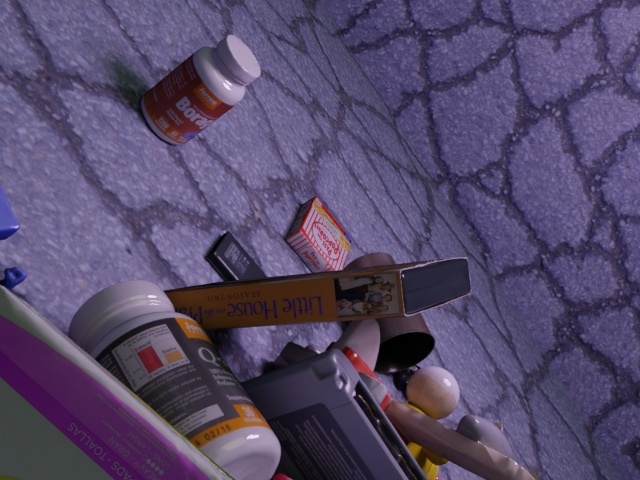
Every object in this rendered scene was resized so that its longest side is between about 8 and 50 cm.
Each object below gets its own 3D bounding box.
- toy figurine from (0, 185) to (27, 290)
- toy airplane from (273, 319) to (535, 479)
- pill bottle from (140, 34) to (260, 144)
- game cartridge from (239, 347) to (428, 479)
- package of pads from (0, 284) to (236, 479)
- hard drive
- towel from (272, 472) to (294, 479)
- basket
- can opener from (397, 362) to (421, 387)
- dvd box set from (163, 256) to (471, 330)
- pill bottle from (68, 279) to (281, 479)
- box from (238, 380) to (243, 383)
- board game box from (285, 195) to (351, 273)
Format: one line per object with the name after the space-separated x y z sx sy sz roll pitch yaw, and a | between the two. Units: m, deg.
-0.380 0.003 0.676 0.191 0.217 0.362 -2 62 -63 | toy figurine
0.105 0.265 1.090 0.273 0.384 0.386 -32 75 -32 | toy airplane
-0.221 -0.282 1.330 0.121 0.216 0.121 43 28 -30 | pill bottle
0.015 0.290 0.941 0.297 0.198 0.062 58 34 -13 | game cartridge
-0.235 0.214 0.586 0.297 0.229 0.101 36 -16 13 | package of pads
-0.145 0.057 1.308 0.135 0.022 0.094 51 24 -15 | hard drive
-0.046 0.430 0.834 0.199 0.031 0.274 41 69 -33 | towel
0.140 0.152 1.581 0.204 0.154 0.226 66 4 -59 | basket
0.204 0.288 1.683 0.059 0.073 0.186 13 30 -3 | can opener
-0.025 0.079 1.036 0.308 0.421 0.062 -4 88 -63 | dvd box set
-0.181 0.184 0.837 0.278 0.162 0.162 49 16 33 | pill bottle
-0.155 0.221 1.004 0.137 0.094 0.027 1 95 -63 | box
0.000 0.000 1.630 0.146 0.045 0.193 51 25 -16 | board game box
